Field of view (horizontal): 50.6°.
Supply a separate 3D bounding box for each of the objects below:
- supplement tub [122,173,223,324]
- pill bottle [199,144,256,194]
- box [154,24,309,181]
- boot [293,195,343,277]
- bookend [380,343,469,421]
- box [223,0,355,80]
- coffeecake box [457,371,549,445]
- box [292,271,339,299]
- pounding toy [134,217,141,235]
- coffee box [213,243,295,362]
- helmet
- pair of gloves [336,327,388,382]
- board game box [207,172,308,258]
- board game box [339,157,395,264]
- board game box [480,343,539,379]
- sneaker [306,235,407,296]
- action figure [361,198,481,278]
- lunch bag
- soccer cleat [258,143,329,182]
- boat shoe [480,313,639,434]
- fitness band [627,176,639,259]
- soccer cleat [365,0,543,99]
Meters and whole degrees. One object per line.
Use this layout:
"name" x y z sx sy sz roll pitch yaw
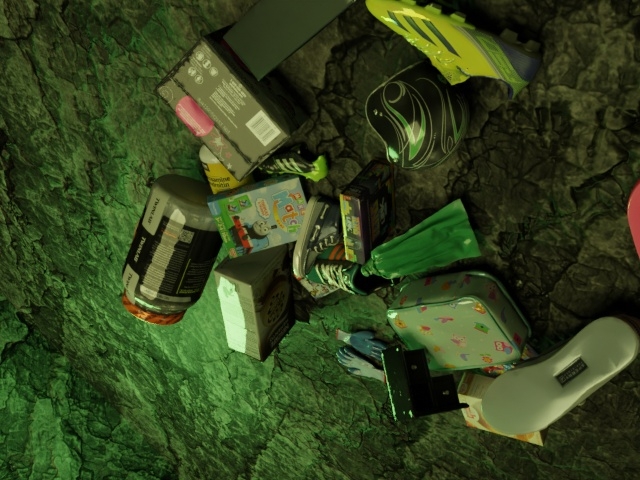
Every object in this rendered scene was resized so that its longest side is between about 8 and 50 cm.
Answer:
"supplement tub" -0.360 0.026 1.665 0.207 0.207 0.338 30 110 13
"pill bottle" -0.215 -0.175 1.538 0.103 0.103 0.184 10 132 32
"box" -0.170 -0.275 1.353 0.163 0.142 0.247 -37 102 29
"boot" 0.000 0.000 1.504 0.086 0.069 0.190 17 102 23
"bookend" 0.229 0.305 1.486 0.072 0.157 0.156 -34 62 54
"box" -0.014 -0.397 1.107 0.103 0.184 0.261 52 140 -13
"coffeecake box" 0.425 0.390 1.572 0.185 0.068 0.142 7 139 34
"box" 0.001 0.089 1.673 0.094 0.027 0.137 48 140 -8
"pounding toy" -0.410 -0.001 1.886 0.270 0.155 0.154 1 99 27
"coffee box" -0.163 0.150 1.752 0.119 0.168 0.297 20 137 24
"helmet" 0.173 -0.205 1.155 0.169 0.169 0.161 -34 84 50
"pair of gloves" 0.112 0.298 1.786 0.159 0.023 0.198 20 137 21
"board game box" -0.131 -0.057 1.542 0.212 0.039 0.160 -16 123 3
"board game box" 0.099 -0.059 1.367 0.048 0.141 0.170 17 136 27
"board game box" 0.416 0.283 1.519 0.169 0.033 0.133 -20 113 47
"sneaker" 0.067 0.062 1.505 0.302 0.121 0.108 -10 115 38
"action figure" 0.186 0.015 1.336 0.232 0.063 0.137 -24 113 6
"lunch bag" 0.295 0.180 1.459 0.279 0.108 0.224 -17 120 49
"soccer cleat" -0.064 -0.176 1.460 0.179 0.060 0.072 13 123 22
"boat shoe" 0.486 0.258 1.341 0.367 0.156 0.136 -49 62 31
"fitness band" 0.612 -0.006 1.077 0.209 0.054 0.291 -6 121 42
"soccer cleat" 0.198 -0.303 1.046 0.289 0.093 0.121 20 125 -3
